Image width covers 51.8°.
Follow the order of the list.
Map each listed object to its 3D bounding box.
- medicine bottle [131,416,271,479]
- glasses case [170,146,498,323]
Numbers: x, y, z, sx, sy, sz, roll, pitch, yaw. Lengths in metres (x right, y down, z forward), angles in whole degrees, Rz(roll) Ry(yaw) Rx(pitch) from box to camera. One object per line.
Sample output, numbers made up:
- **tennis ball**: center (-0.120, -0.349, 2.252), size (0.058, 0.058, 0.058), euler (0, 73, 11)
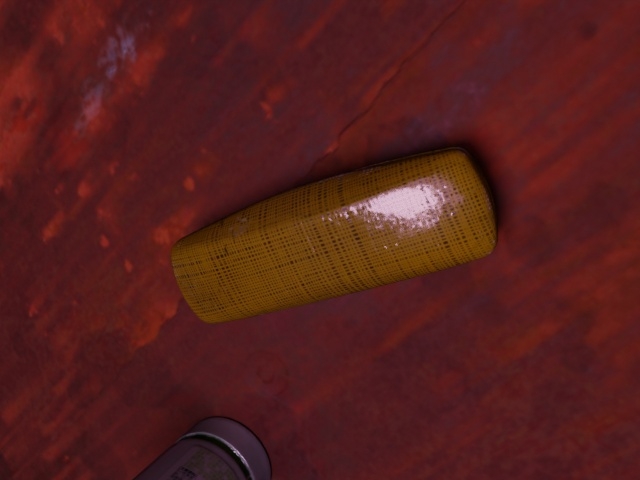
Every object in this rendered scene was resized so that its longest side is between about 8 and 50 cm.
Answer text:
- **medicine bottle**: center (-0.114, 0.210, 0.481), size (0.086, 0.183, 0.086), euler (6, 106, 23)
- **glasses case**: center (0.000, 0.000, 0.442), size (0.234, 0.064, 0.079), euler (-17, 99, 26)
